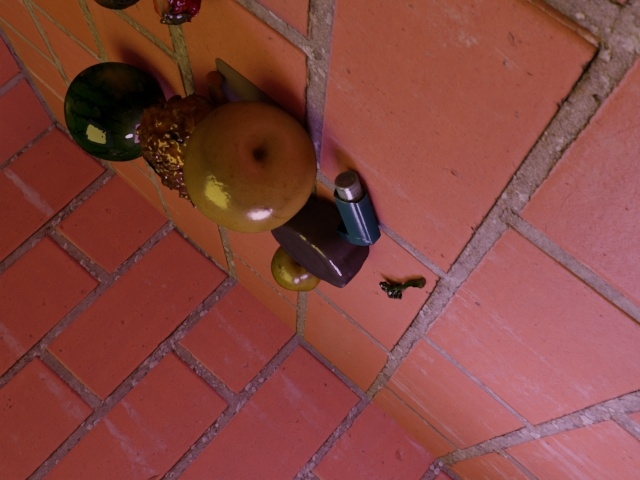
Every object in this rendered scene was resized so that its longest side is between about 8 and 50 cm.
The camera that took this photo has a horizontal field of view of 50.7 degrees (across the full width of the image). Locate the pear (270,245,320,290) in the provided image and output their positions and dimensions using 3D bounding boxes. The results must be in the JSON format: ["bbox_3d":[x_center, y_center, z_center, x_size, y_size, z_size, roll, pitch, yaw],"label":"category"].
[{"bbox_3d":[-0.080,0.086,2.370,0.200,0.200,0.200,39,162,16],"label":"pear"}]

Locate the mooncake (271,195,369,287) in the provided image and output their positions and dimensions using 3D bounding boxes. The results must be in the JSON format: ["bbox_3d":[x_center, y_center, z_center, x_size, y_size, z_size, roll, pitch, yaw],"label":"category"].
[{"bbox_3d":[0.000,0.000,2.041,0.306,0.154,0.306,40,162,16],"label":"mooncake"}]

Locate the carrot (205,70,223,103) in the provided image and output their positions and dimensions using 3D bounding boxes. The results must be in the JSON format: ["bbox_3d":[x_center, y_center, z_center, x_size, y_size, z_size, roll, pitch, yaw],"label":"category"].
[{"bbox_3d":[-0.293,-0.421,1.900,0.048,0.048,0.139,41,165,9],"label":"carrot"}]

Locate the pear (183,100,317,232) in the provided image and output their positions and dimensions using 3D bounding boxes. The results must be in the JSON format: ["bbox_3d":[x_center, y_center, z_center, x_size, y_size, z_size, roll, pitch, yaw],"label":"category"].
[{"bbox_3d":[-0.176,-0.183,1.702,0.348,0.348,0.348,39,162,16],"label":"pear"}]

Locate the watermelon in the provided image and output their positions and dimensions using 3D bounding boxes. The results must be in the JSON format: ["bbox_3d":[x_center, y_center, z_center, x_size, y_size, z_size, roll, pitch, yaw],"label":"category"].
[{"bbox_3d":[-0.691,-0.432,2.275,0.363,0.363,0.363,39,162,16],"label":"watermelon"}]

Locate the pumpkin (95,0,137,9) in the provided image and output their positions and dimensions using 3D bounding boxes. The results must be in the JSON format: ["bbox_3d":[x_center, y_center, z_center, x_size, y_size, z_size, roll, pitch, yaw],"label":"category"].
[{"bbox_3d":[-0.532,-0.671,1.628,0.260,0.189,0.260,40,164,14],"label":"pumpkin"}]

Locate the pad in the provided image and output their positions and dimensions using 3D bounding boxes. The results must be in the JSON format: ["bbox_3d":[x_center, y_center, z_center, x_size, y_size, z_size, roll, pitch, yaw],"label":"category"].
[{"bbox_3d":[-0.184,-0.378,1.835,0.266,0.002,0.176,39,162,15],"label":"pad"}]

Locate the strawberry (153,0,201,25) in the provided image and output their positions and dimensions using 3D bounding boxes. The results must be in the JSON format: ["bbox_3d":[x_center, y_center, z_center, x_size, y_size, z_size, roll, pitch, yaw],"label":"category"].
[{"bbox_3d":[-0.323,-0.604,1.494,0.190,0.111,0.236,32,138,62],"label":"strawberry"}]

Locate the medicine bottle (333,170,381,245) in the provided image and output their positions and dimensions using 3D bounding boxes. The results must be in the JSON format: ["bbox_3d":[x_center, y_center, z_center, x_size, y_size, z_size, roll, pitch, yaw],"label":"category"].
[{"bbox_3d":[0.087,-0.080,1.789,0.124,0.079,0.258,31,158,34],"label":"medicine bottle"}]

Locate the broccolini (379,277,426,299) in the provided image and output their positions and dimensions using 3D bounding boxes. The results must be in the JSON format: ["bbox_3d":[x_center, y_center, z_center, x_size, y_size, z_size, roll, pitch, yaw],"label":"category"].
[{"bbox_3d":[0.243,0.146,2.005,0.071,0.058,0.254,3,174,-15],"label":"broccolini"}]

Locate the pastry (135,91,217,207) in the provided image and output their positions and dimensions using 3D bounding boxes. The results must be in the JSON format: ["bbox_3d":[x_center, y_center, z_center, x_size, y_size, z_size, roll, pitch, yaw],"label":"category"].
[{"bbox_3d":[-0.375,-0.274,2.015,0.337,0.292,0.405,46,-176,35],"label":"pastry"}]
